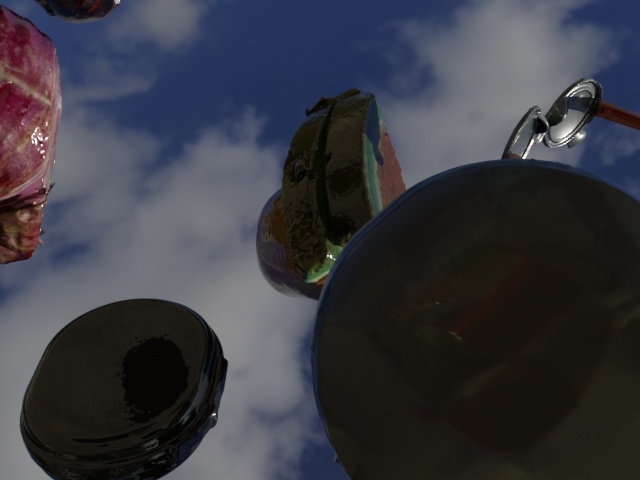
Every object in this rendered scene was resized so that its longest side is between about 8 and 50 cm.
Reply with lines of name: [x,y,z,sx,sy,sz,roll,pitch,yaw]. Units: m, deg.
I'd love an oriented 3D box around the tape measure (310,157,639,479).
tape measure: [0.120,0.081,0.562,0.259,0.138,0.262,-41,-96,2]

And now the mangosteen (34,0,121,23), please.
mangosteen: [-0.346,-0.405,1.228,0.172,0.172,0.184,22,-93,35]

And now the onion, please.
onion: [-0.359,-0.108,0.777,0.256,0.230,0.272,-26,-124,-22]

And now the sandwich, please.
sandwich: [0.045,-0.051,1.051,0.109,0.212,0.292,-21,-157,25]

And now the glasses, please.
glasses: [0.364,-0.085,1.018,0.268,0.118,0.234,32,-138,31]

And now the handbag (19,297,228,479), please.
handbag: [-0.250,0.195,1.120,0.254,0.093,0.308,-1,-147,4]

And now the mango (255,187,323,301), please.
mango: [0.000,0.000,1.362,0.173,0.211,0.317,-19,180,-37]
